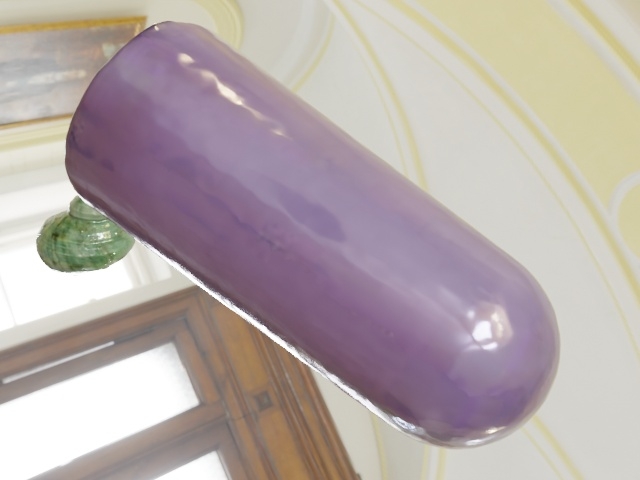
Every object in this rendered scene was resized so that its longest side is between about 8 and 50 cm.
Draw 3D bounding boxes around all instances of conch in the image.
[{"bbox_3d":[-0.415,-0.013,1.078,0.122,0.188,0.176,48,5,-47],"label":"conch"}]

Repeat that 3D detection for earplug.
[{"bbox_3d":[0.000,0.000,0.552,0.456,0.215,0.215,36,-42,18],"label":"earplug"}]
